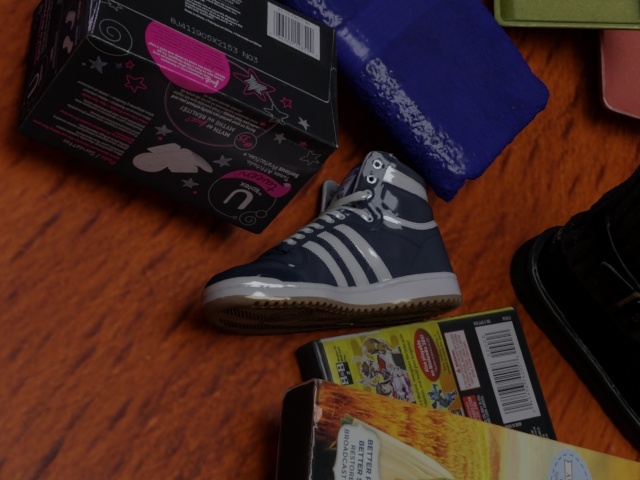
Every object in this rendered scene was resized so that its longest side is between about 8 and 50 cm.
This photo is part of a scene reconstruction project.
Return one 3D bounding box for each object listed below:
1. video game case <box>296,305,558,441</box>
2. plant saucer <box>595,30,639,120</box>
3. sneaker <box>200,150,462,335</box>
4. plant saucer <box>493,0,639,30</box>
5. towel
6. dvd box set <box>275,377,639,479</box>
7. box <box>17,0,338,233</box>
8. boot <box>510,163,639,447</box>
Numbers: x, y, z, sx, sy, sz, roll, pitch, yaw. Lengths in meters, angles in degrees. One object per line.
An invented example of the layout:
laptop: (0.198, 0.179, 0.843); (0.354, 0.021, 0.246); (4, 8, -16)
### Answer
video game case: (0.121, 0.209, 1.767); (0.248, 0.035, 0.275); (-8, 75, -36)
plant saucer: (0.403, -0.223, 2.126); (0.259, 0.047, 0.258); (14, 63, -27)
sneaker: (0.000, 0.000, 1.735); (0.282, 0.099, 0.153); (-1, 73, -38)
plant saucer: (0.275, -0.300, 2.042); (0.188, 0.045, 0.188); (1, 66, -2)
towel: (0.075, -0.201, 1.877); (0.308, 0.076, 0.227); (50, 44, -3)
dvd box set: (0.147, 0.316, 1.680); (0.420, 0.062, 0.308); (18, 64, -27)
box: (-0.124, -0.142, 1.672); (0.247, 0.142, 0.163); (24, 42, -25)
boot: (0.369, 0.082, 1.840); (0.348, 0.260, 0.131); (43, 53, -10)
